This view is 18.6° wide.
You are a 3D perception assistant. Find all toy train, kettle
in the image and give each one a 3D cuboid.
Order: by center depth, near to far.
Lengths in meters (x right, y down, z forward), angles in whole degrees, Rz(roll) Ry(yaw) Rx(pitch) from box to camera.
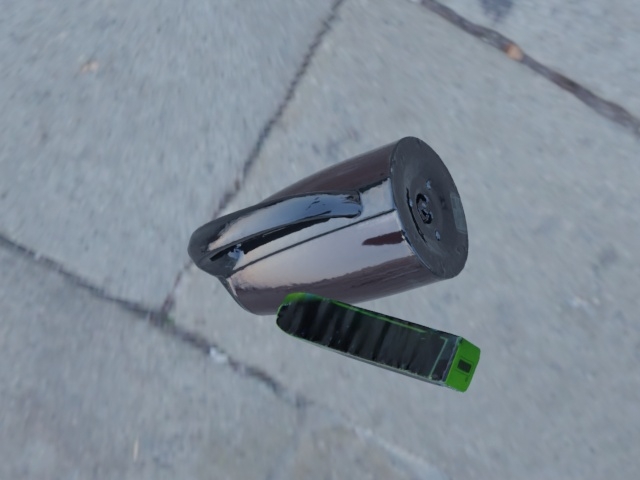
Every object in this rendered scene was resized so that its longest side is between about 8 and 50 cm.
[{"bbox_3d":[0.049,0.088,1.731,0.042,0.209,0.044,31,79,-46],"label":"toy train"},{"bbox_3d":[0.000,0.000,1.914,0.232,0.202,0.144,-20,75,28],"label":"kettle"}]
